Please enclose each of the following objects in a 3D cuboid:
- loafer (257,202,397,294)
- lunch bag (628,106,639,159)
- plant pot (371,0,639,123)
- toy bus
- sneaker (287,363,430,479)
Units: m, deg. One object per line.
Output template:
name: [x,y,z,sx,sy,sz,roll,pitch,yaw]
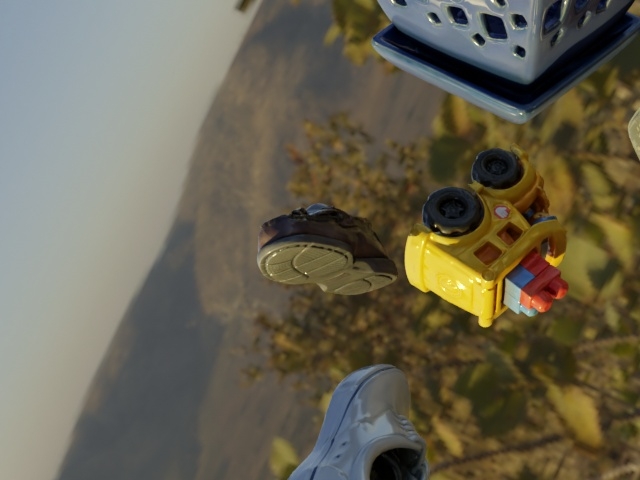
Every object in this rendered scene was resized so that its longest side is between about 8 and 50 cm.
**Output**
loafer: [0.000,0.000,1.684,0.302,0.109,0.095,22,-129,-63]
lunch bag: [0.659,-0.187,2.133,0.212,0.256,0.305,65,161,19]
plant pot: [0.187,-0.263,1.370,0.236,0.236,0.212,-37,-40,-31]
toy bus: [0.253,0.006,1.856,0.220,0.211,0.149,-41,-31,-24]
sneaker: [0.048,0.181,1.144,0.258,0.091,0.094,-55,-45,-59]
